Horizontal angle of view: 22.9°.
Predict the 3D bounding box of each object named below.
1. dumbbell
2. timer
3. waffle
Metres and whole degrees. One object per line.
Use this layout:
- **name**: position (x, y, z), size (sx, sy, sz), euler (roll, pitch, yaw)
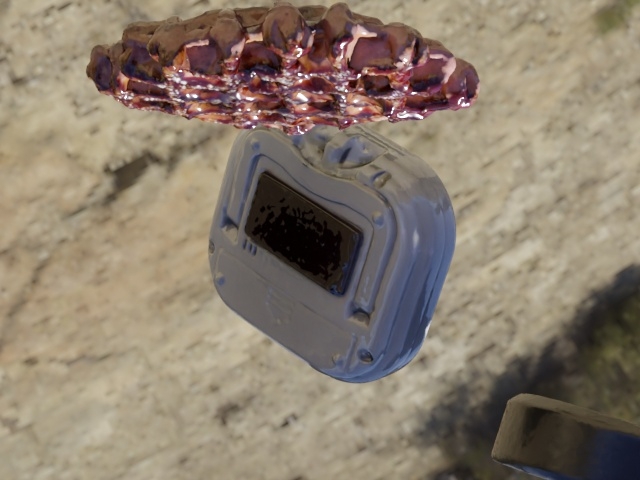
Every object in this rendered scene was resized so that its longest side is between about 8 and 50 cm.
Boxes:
- **dumbbell**: position (0.234, 0.328, 1.541), size (0.204, 0.203, 0.322), euler (30, 77, -63)
- **timer**: position (0.000, 0.000, 1.532), size (0.087, 0.262, 0.237), euler (-16, 130, -47)
- **waffle**: position (-0.020, -0.109, 1.024), size (0.221, 0.055, 0.234), euler (9, 172, -41)
